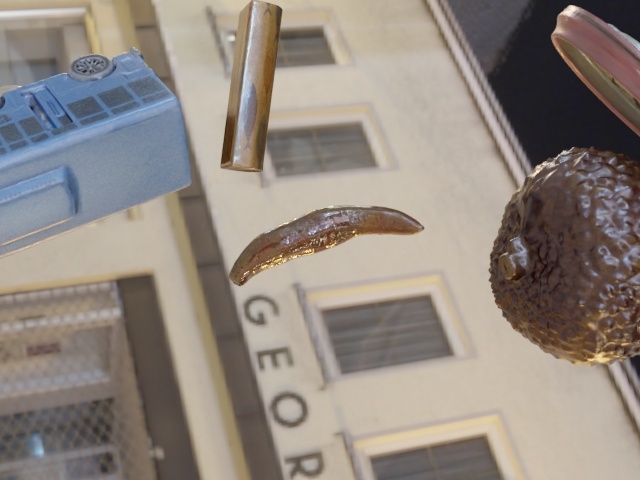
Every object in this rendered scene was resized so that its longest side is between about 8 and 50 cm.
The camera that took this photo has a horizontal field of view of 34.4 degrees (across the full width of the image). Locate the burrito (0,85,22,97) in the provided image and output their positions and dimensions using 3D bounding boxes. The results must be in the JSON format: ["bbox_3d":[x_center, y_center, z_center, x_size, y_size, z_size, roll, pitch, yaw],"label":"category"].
[{"bbox_3d":[-0.426,-0.181,1.591,0.076,0.391,0.117,48,48,-69],"label":"burrito"}]

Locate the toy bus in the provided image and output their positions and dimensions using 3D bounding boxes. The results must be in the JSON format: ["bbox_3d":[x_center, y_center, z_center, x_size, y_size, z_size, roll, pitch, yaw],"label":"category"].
[{"bbox_3d":[-0.245,-0.075,0.942,0.133,0.234,0.116,47,-29,39],"label":"toy bus"}]

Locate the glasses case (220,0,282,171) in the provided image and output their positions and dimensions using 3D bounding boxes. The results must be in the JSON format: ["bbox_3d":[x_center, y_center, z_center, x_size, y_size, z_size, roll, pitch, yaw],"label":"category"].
[{"bbox_3d":[-0.070,-0.157,1.071,0.064,0.041,0.170,-178,-85,-74],"label":"glasses case"}]

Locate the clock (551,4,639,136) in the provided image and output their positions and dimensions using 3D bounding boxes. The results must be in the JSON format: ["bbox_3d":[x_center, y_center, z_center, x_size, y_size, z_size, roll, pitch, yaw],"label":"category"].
[{"bbox_3d":[0.358,-0.173,1.166,0.056,0.244,0.244,-46,-145,9],"label":"clock"}]

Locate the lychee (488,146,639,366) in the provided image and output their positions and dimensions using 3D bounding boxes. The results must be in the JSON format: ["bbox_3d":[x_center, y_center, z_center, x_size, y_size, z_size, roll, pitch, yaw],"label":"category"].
[{"bbox_3d":[0.235,0.016,0.891,0.194,0.194,0.195,173,-90,-72],"label":"lychee"}]

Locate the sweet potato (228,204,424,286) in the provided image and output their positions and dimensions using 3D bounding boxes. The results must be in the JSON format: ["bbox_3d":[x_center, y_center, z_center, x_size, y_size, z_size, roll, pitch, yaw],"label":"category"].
[{"bbox_3d":[0.001,-0.008,1.325,0.058,0.255,0.078,76,-1,-46],"label":"sweet potato"}]
